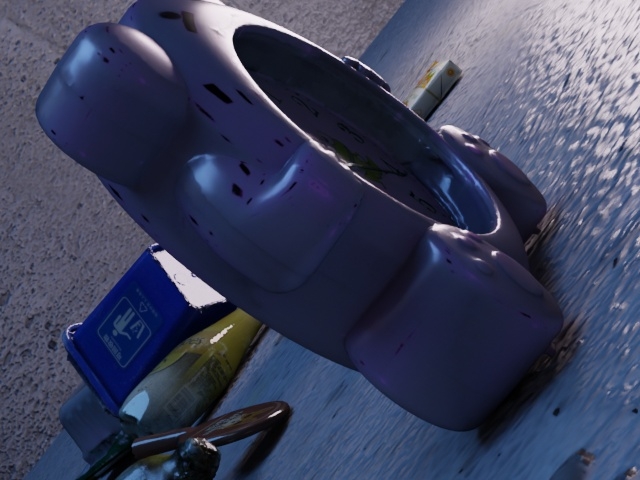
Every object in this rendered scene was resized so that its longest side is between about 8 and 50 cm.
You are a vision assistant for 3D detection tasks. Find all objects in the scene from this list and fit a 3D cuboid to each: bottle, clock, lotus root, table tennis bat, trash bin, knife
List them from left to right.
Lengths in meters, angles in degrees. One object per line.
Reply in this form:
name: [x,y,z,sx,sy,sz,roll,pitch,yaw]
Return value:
knife: [-0.337,0.342,2.132,0.061,0.027,0.343,-51,6,-33]
lotus root: [-0.152,0.254,1.197,0.192,0.088,0.113,-54,38,7]
trash bin: [-0.207,0.109,1.796,0.184,0.162,0.234,-16,-29,-51]
bottle: [-0.139,0.149,1.681,0.270,0.083,0.083,-46,4,-31]
table tennis bat: [-0.090,0.228,1.278,0.169,0.119,0.107,-16,4,28]
clock: [-0.005,-0.040,0.855,0.113,0.322,0.295,-54,6,20]

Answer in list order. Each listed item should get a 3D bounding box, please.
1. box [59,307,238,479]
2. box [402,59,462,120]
box: [-0.273,0.198,2.036,0.264,0.106,0.337,-39,11,41]
box: [0.105,-0.151,1.833,0.220,0.032,0.122,-52,7,2]
